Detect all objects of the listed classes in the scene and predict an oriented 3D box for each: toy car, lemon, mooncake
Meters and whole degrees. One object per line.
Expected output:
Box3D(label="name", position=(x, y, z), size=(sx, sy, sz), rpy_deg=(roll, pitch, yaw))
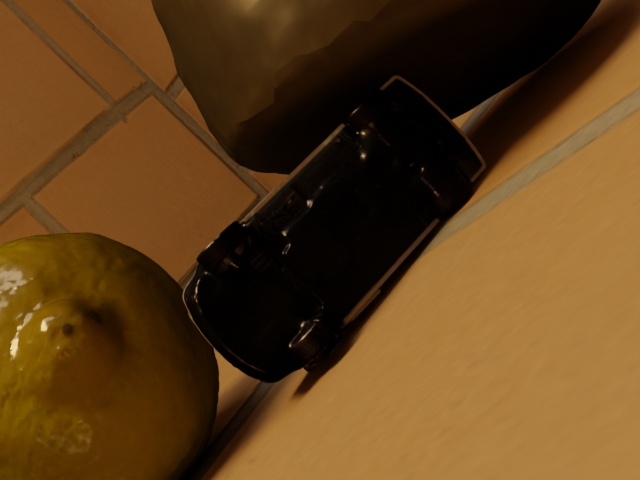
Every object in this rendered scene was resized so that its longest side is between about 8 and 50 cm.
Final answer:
Box3D(label="toy car", position=(0.000, 0.000, 0.625), size=(0.209, 0.089, 0.108), rpy_deg=(-47, 5, -28))
Box3D(label="lemon", position=(-0.154, 0.089, 0.658), size=(0.184, 0.184, 0.248), rpy_deg=(-47, -2, -13))
Box3D(label="mooncake", position=(0.035, -0.166, 0.707), size=(0.284, 0.155, 0.284), rpy_deg=(-24, -9, -4))
